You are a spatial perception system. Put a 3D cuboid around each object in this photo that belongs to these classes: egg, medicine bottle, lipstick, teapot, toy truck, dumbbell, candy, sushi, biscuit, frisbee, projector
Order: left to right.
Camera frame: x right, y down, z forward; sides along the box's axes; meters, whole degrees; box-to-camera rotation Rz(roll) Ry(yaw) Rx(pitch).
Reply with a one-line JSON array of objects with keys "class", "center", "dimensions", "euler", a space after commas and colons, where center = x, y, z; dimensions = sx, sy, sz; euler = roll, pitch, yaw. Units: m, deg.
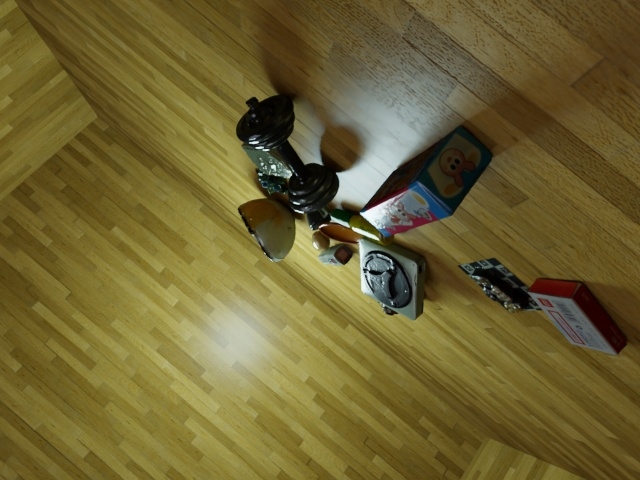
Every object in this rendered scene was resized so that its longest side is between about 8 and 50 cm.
[{"class": "toy truck", "center": [-0.207, -0.232, 1.723], "dimensions": [0.154, 0.078, 0.080], "euler": [33, 162, 26]}, {"class": "biscuit", "center": [-0.182, -0.293, 1.541], "dimensions": [0.252, 0.052, 0.150], "euler": [20, 154, 51]}, {"class": "egg", "center": [-0.215, -0.073, 1.955], "dimensions": [0.336, 0.201, 0.337], "euler": [58, -177, -5]}, {"class": "dumbbell", "center": [-0.086, -0.241, 1.226], "dimensions": [0.179, 0.179, 0.406], "euler": [24, 159, 46]}, {"class": "teapot", "center": [-0.005, -0.104, 1.639], "dimensions": [0.092, 0.124, 0.090], "euler": [-14, -112, -56]}, {"class": "egg", "center": [0.000, 0.000, 1.885], "dimensions": [0.080, 0.080, 0.096], "euler": [28, 157, 37]}, {"class": "lipstick", "center": [0.061, 0.069, 1.943], "dimensions": [0.079, 0.077, 0.253], "euler": [43, 166, -11]}, {"class": "frisbee", "center": [0.087, -0.034, 1.613], "dimensions": [0.192, 0.035, 0.192], "euler": [15, 164, 4]}, {"class": "medicine bottle", "center": [0.134, -0.055, 1.442], "dimensions": [0.261, 0.064, 0.094], "euler": [24, 156, 43]}, {"class": "projector", "center": [0.246, 0.132, 1.517], "dimensions": [0.259, 0.079, 0.256], "euler": [26, 133, 42]}, {"class": "candy", "center": [0.212, -0.112, 0.924], "dimensions": [0.100, 0.157, 0.306], "euler": [42, 165, -7]}, {"class": "sushi", "center": [0.495, 0.147, 1.192], "dimensions": [0.215, 0.050, 0.192], "euler": [41, 165, -2]}]

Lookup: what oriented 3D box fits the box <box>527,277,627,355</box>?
[{"class": "box", "center": [0.615, 0.183, 1.016], "dimensions": [0.229, 0.050, 0.123], "euler": [44, 166, -16]}]

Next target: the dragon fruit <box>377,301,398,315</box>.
[{"class": "dragon fruit", "center": [0.286, 0.214, 1.684], "dimensions": [0.218, 0.148, 0.224], "euler": [42, 164, -3]}]
